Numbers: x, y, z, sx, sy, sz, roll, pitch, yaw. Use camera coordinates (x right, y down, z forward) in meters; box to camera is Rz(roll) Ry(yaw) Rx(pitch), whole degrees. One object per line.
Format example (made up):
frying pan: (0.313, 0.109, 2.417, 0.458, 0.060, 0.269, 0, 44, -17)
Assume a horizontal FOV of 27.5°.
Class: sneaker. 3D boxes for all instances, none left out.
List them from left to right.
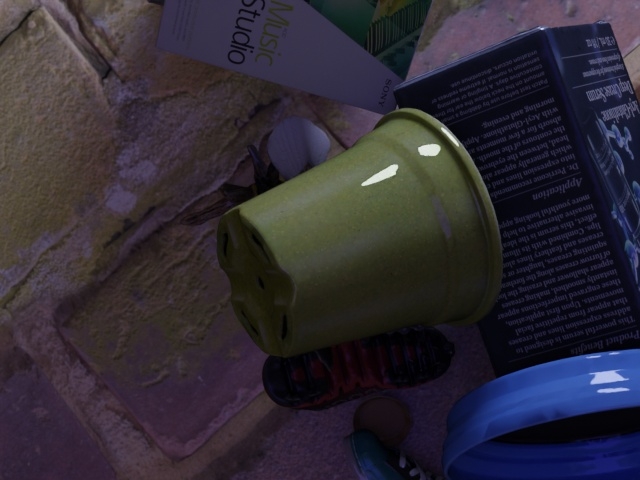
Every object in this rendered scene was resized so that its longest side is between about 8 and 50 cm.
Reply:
sneaker: (0.047, 0.176, 1.825, 0.276, 0.135, 0.098, -10, 79, -13)
sneaker: (0.157, 0.367, 1.817, 0.121, 0.108, 0.302, -38, 95, 9)

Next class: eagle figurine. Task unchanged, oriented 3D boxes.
eagle figurine: (0.003, 0.006, 1.741, 0.226, 0.225, 0.298, -47, 56, -1)

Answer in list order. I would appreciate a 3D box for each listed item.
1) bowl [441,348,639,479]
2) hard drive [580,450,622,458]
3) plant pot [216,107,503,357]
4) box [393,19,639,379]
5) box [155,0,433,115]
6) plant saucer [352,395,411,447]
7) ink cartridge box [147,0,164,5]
bowl: (0.340, 0.228, 1.603, 0.391, 0.391, 0.077, -11, 65, 10)
hard drive: (0.443, 0.321, 1.794, 0.307, 0.040, 0.203, 45, 99, 4)
plant pot: (0.028, 0.011, 1.523, 0.253, 0.276, 0.276, -20, 90, -24)
box: (0.298, -0.055, 1.643, 0.212, 0.293, 0.396, -20, 91, 29)
box: (-0.027, -0.300, 1.616, 0.322, 0.058, 0.232, 15, 128, -4)
plant saucer: (0.087, 0.256, 1.854, 0.083, 0.015, 0.083, 2, 109, 5)
ink cartridge box: (-0.073, -0.378, 1.747, 0.289, 0.211, 0.122, -1, 94, 9)
